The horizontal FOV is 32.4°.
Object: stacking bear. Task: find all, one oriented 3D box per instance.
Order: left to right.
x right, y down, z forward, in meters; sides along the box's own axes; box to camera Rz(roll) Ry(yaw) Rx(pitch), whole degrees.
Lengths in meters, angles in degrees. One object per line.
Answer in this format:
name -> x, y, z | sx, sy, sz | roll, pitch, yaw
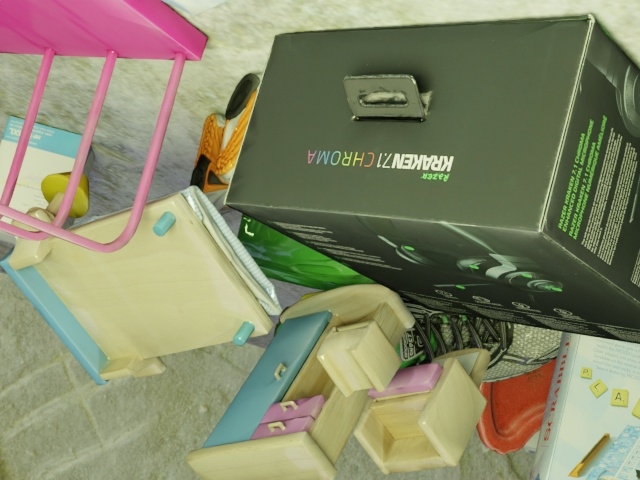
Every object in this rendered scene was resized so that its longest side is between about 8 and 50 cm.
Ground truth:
stacking bear -> 0.214, 0.148, 1.444 | 0.175, 0.164, 0.289 | -16, -171, -17

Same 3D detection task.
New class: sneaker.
sneaker -> -0.039, -0.059, 0.937 | 0.121, 0.099, 0.262 | 14, 171, -16
sneaker -> 0.120, 0.113, 1.211 | 0.343, 0.134, 0.146 | -8, -174, 0

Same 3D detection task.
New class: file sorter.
file sorter -> -0.272, -0.109, 0.772 | 0.290, 0.182, 0.202 | 8, 167, 32

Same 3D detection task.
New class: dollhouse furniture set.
dollhouse furniture set -> -0.047, 0.022, 0.895 | 0.286, 0.198, 0.303 | -17, 118, 38

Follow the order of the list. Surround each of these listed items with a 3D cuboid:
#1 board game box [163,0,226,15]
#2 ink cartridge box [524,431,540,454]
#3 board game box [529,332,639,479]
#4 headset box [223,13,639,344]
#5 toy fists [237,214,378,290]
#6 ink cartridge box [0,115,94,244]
board game box -> -0.080, -0.179, 0.543 | 0.160, 0.039, 0.211 | 21, 168, -29
ink cartridge box -> 0.547, 0.293, 1.649 | 0.395, 0.166, 0.285 | 6, 167, 37
board game box -> 0.377, 0.206, 1.081 | 0.318, 0.318, 0.066 | 16, 169, -2
headset box -> 0.112, -0.034, 0.748 | 0.246, 0.131, 0.283 | 6, 166, 42
toy fists -> 0.000, 0.000, 1.139 | 0.142, 0.096, 0.279 | 13, 173, 2
ink cartridge box -> -0.316, -0.049, 1.219 | 0.090, 0.143, 0.092 | 16, 168, -4
